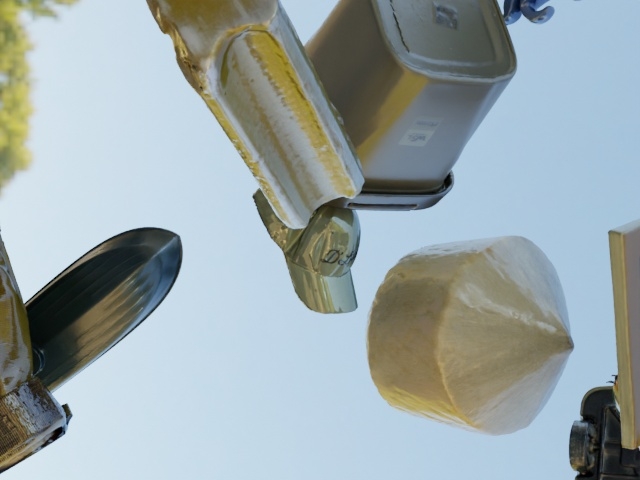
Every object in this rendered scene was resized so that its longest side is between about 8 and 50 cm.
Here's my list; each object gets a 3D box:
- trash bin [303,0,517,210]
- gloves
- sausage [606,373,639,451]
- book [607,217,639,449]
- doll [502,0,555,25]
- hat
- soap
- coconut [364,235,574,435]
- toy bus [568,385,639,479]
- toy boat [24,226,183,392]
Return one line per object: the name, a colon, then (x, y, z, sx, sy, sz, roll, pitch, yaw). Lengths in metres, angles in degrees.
trash bin: (0.082, -0.176, 1.554, 0.250, 0.219, 0.219, -54, -135, 50)
gloves: (-0.353, 0.064, 1.320, 0.331, 0.141, 0.154, 66, -23, 2)
sausage: (0.353, 0.212, 1.339, 0.264, 0.083, 0.083, -103, -159, -64)
book: (0.373, 0.056, 1.328, 0.020, 0.295, 0.208, 7, -72, 46)
doll: (0.265, -0.305, 1.502, 0.206, 0.067, 0.110, -46, -118, 18)
hat: (-0.002, 0.006, 1.596, 0.081, 0.122, 0.166, -25, -105, 47)
soap: (-0.057, -0.141, 1.041, 0.173, 0.089, 0.274, 64, 3, 26)
coconut: (0.227, 0.135, 1.979, 0.329, 0.328, 0.329, 180, -90, -67)
toy bus: (0.379, 0.363, 1.621, 0.202, 0.177, 0.365, 41, 54, -63)
toy boat: (-0.233, 0.068, 1.392, 0.246, 0.093, 0.103, -38, -175, 16)
